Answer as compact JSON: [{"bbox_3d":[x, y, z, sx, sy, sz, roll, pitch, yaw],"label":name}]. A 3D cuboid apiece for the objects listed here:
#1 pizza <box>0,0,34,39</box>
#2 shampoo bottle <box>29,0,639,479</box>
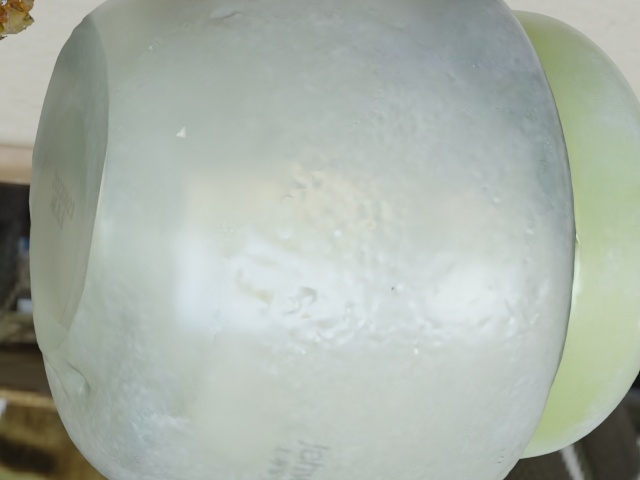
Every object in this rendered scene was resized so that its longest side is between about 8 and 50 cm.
[{"bbox_3d":[-0.283,-0.164,0.924,0.161,0.305,0.085,32,140,-18],"label":"pizza"},{"bbox_3d":[0.000,0.000,0.731,0.317,0.322,0.322,-4,-177,-23],"label":"shampoo bottle"}]
